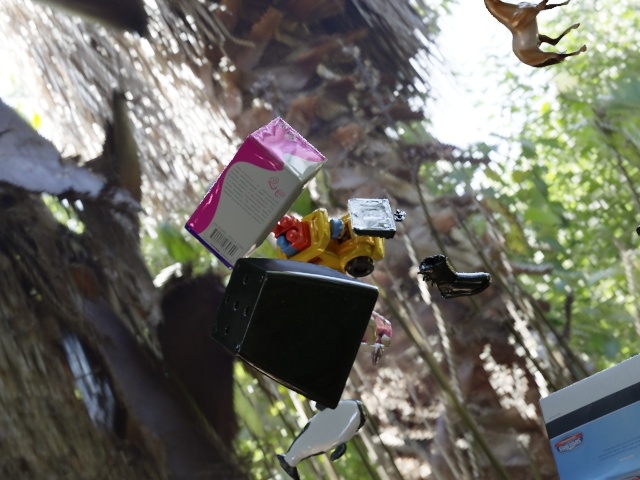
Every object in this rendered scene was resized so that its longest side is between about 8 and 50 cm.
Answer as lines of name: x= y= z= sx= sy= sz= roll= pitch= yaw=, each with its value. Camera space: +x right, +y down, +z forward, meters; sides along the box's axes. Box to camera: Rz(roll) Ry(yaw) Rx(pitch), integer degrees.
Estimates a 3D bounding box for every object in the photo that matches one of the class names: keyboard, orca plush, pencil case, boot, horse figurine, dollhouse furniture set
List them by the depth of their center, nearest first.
keyboard: x=0.110 y=-0.042 z=1.718 sx=0.108 sy=0.180 sz=0.023 roll=1 pitch=-68 yaw=-1
boot: x=0.257 y=0.065 z=1.762 sx=0.121 sy=0.045 sz=0.099 roll=-17 pitch=-52 yaw=36
horse figurine: x=0.442 y=-0.430 z=1.852 sx=0.174 sy=0.066 sz=0.263 roll=-17 pitch=-38 yaw=14
dollhouse furniture set: x=0.104 y=0.213 z=2.107 sx=0.091 sy=0.081 sz=0.114 roll=-46 pitch=-44 yaw=-45
orca plush: x=0.028 y=0.485 z=2.214 sx=0.102 sy=0.151 sz=0.287 roll=16 pitch=-64 yaw=-45
pencil case: x=0.111 y=0.231 z=2.443 sx=0.098 sy=0.095 sz=0.209 roll=-30 pitch=-37 yaw=19

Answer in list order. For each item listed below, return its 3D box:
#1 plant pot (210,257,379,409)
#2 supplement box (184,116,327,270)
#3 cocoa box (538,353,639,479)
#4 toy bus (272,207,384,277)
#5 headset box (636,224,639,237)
plant pot: x=-0.054 y=0.119 z=1.345 sx=0.167 sy=0.187 sz=0.188 roll=19 pitch=-90 yaw=-26
supplement box: x=-0.106 y=-0.075 z=1.473 sx=0.220 sy=0.111 sz=0.114 roll=-49 pitch=-3 yaw=35
cocoa box: x=0.676 y=0.392 z=1.876 sx=0.231 sy=0.228 sz=0.347 roll=25 pitch=-46 yaw=-38
toy bus: x=0.000 y=0.000 z=2.001 sx=0.220 sy=0.149 sz=0.211 roll=-29 pitch=-43 yaw=26
headset box: x=0.711 y=-0.005 z=1.477 sx=0.246 sy=0.283 sz=0.131 roll=-44 pitch=-58 yaw=6
